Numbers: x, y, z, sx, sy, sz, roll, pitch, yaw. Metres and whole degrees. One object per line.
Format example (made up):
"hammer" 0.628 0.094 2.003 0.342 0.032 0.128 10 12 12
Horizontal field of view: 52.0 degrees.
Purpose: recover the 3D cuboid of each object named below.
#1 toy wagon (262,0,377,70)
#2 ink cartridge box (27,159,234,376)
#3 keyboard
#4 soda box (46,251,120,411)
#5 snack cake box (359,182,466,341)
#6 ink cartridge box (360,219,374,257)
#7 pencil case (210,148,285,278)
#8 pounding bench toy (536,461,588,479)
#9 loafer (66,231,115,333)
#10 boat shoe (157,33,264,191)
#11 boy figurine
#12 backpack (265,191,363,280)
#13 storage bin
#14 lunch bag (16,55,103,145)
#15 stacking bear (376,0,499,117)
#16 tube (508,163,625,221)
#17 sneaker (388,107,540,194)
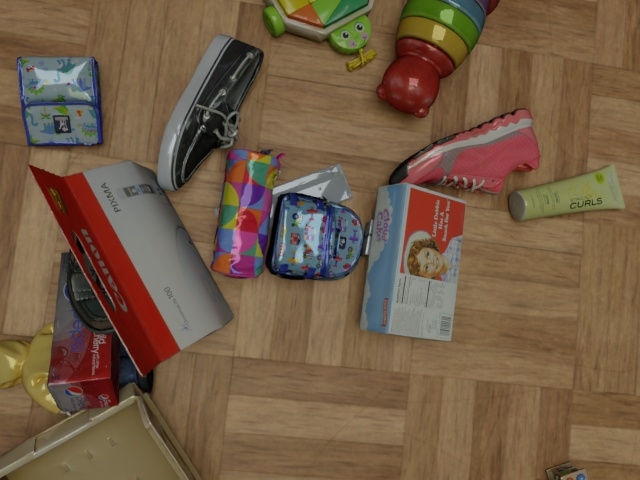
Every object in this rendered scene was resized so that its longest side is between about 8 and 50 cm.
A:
"toy wagon" 0.005 -0.490 1.249 0.267 0.068 0.345 -31 90 -10
"ink cartridge box" -0.262 0.022 0.996 0.091 0.385 0.308 -28 90 -2
"keyboard" -0.067 -0.070 1.227 0.255 0.014 0.072 -21 94 -10
"soda box" -0.370 0.136 1.050 0.092 0.084 0.263 -5 48 -10
"snack cake box" 0.169 0.042 1.187 0.152 0.089 0.265 12 82 -31
"ink cartridge box" 0.098 -0.010 1.227 0.028 0.048 0.083 12 82 -8
"pencil case" -0.129 -0.049 1.160 0.104 0.104 0.237 11 89 -8
"pounding bench toy" 0.453 0.459 1.230 0.083 0.065 0.052 -14 87 -10
"loafer" -0.362 0.024 1.041 0.096 0.084 0.268 -12 48 -16
"boat shoe" -0.189 -0.219 1.170 0.104 0.113 0.306 20 72 8
"boy figurine" -0.424 0.212 1.093 0.285 0.092 0.177 -2 57 -8
"backpack" 0.000 0.000 1.176 0.173 0.117 0.158 11 89 -13
"storage bin" -0.340 0.404 1.037 0.262 0.123 0.261 -29 113 -10
"lunch bag" -0.450 -0.241 1.145 0.128 0.096 0.151 -3 99 -12
"stacking bear" 0.209 -0.372 1.232 0.175 0.164 0.289 26 86 -6
"tube" 0.492 -0.089 1.295 0.240 0.062 0.070 -10 127 -15
"sneaker" 0.284 -0.139 1.236 0.313 0.116 0.136 -23 90 -11
